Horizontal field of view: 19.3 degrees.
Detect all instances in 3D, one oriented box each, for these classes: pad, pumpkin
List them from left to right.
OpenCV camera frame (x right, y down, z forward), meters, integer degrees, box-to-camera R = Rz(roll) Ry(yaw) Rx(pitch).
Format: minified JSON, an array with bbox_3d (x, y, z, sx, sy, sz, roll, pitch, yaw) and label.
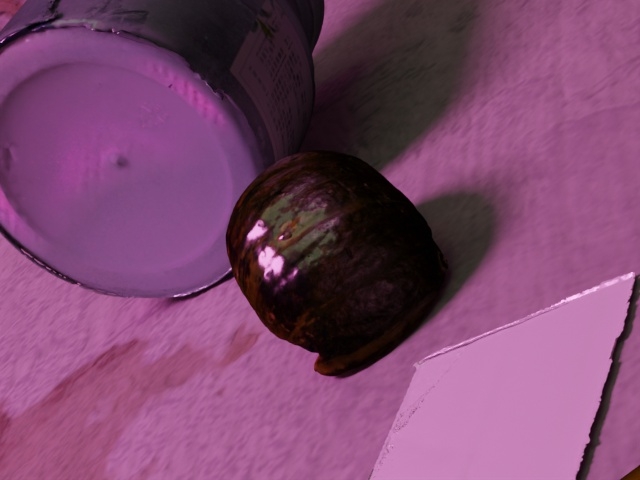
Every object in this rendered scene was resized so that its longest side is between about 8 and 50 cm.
[{"bbox_3d":[0.000,0.000,1.177,0.119,0.107,0.183,-36,21,-2],"label":"pumpkin"},{"bbox_3d":[0.076,0.111,0.940,0.156,0.004,0.232,-25,25,36],"label":"pad"}]

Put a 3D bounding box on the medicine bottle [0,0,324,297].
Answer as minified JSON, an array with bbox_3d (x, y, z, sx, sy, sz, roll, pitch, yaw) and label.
[{"bbox_3d":[-0.122,-0.132,1.466,0.245,0.245,0.290,-29,23,30],"label":"medicine bottle"}]

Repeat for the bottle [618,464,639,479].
[{"bbox_3d":[0.209,0.063,0.680,0.286,0.082,0.082,-38,20,9],"label":"bottle"}]
